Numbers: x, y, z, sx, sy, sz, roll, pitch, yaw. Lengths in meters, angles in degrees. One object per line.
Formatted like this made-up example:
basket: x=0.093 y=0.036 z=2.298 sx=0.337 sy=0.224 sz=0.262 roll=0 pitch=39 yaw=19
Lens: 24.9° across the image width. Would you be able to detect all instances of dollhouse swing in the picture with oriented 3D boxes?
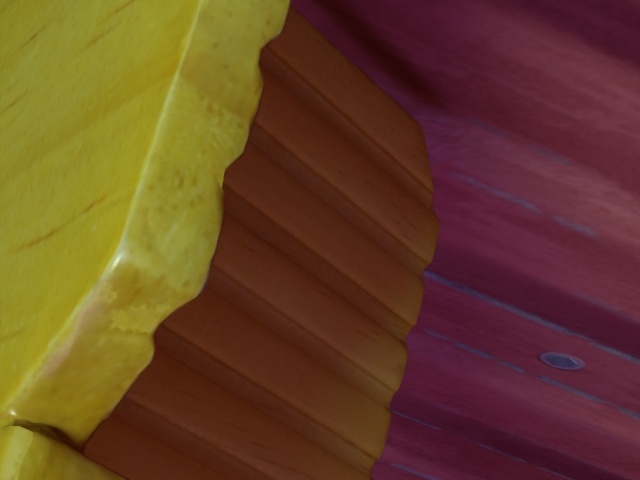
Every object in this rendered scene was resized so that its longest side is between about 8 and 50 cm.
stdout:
dollhouse swing: x=0.000 y=0.000 z=0.575 sx=0.305 sy=0.347 sz=0.315 roll=30 pitch=154 yaw=-29
